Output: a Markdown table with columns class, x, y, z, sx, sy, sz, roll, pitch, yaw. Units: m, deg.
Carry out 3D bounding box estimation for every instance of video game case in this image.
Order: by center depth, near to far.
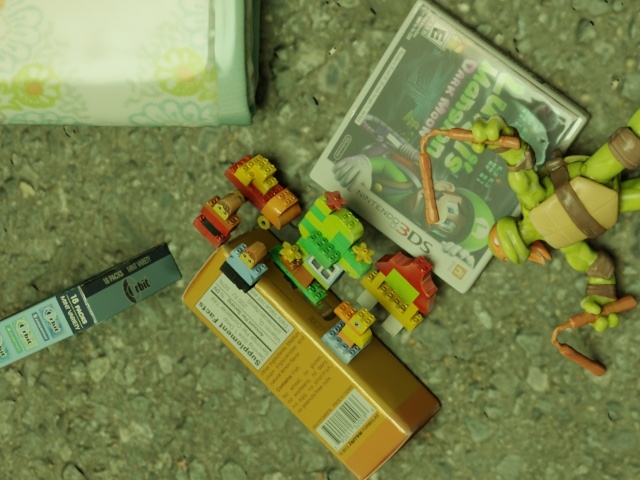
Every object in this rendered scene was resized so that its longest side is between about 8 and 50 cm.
| class | x | y | z | sx | sy | sz | roll | pitch | yaw |
| --- | --- | --- | --- | --- | --- | --- | --- | --- | --- |
| video game case | 0.104 | -0.078 | 1.360 | 0.173 | 0.022 | 0.190 | 38 | 114 | 11 |

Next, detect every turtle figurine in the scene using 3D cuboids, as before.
| class | x | y | z | sx | sy | sz | roll | pitch | yaw |
| --- | --- | --- | --- | --- | --- | --- | --- | --- | --- |
| turtle figurine | 0.221 | -0.025 | 1.288 | 0.217 | 0.087 | 0.269 | -28 | 113 | 23 |

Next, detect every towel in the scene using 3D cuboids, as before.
| class | x | y | z | sx | sy | sz | roll | pitch | yaw |
| --- | --- | --- | --- | --- | --- | --- | --- | --- | --- |
| towel | -0.210 | -0.283 | 1.372 | 0.321 | 0.090 | 0.374 | 2 | 101 | 7 |

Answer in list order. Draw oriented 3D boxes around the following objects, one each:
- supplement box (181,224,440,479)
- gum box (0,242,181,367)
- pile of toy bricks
| class | x | y | z | sx | sy | sz | roll | pitch | yaw |
| --- | --- | --- | --- | --- | --- | --- | --- | --- | --- |
| supplement box | -0.009 | 0.097 | 1.424 | 0.233 | 0.078 | 0.080 | 47 | 119 | 8 |
| gum box | -0.240 | 0.070 | 1.474 | 0.184 | 0.157 | 0.041 | -25 | 92 | 26 |
| pile of toy bricks | 0.000 | 0.000 | 1.364 | 0.212 | 0.118 | 0.105 | 44 | 135 | 7 |
